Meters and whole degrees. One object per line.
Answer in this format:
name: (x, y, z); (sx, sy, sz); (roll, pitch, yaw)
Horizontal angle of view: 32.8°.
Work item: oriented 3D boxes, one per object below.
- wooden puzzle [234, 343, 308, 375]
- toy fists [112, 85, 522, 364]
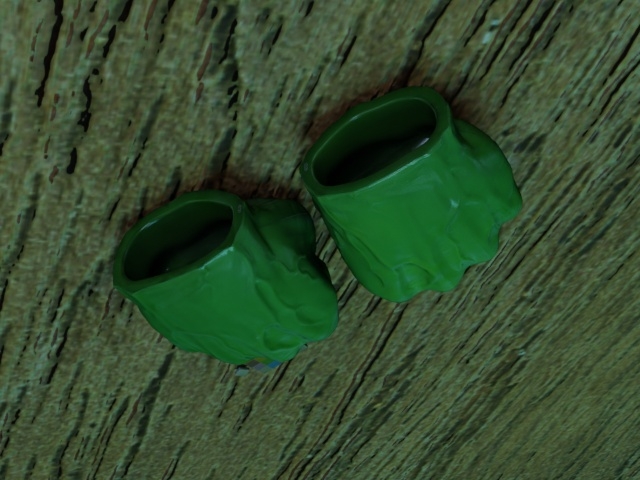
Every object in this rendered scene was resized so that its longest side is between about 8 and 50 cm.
wooden puzzle: (-0.044, 0.094, 0.937); (0.083, 0.006, 0.049); (-32, 143, 20)
toy fists: (0.000, 0.000, 0.755); (0.279, 0.096, 0.142); (-26, 135, 14)
